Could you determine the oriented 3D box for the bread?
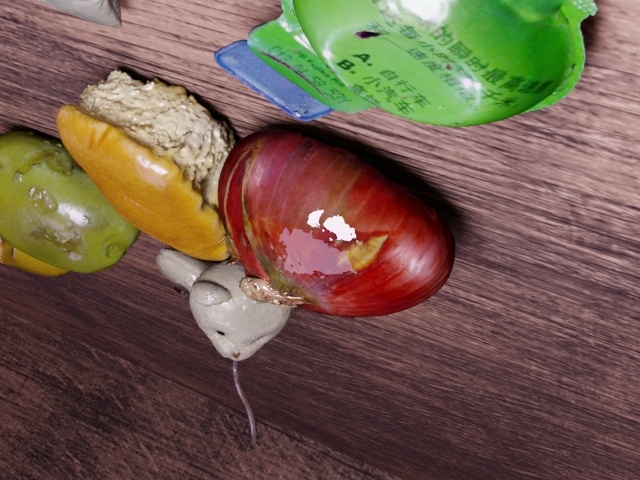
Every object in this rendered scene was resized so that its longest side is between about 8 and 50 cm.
[{"bbox_3d":[-0.165,-0.074,1.117,0.174,0.121,0.245,20,165,16],"label":"bread"}]

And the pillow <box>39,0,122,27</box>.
[{"bbox_3d":[-0.266,-0.249,0.858,0.229,0.050,0.148,27,159,7],"label":"pillow"}]

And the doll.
[{"bbox_3d":[-0.152,0.086,1.583,0.175,0.149,0.278,-2,-168,-28],"label":"doll"}]

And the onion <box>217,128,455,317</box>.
[{"bbox_3d":[0.008,-0.007,1.024,0.248,0.161,0.248,18,-177,-1],"label":"onion"}]

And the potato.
[{"bbox_3d":[-0.357,-0.050,1.430,0.253,0.149,0.186,18,164,24],"label":"potato"}]

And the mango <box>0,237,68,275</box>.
[{"bbox_3d":[-0.467,-0.041,1.626,0.262,0.167,0.130,34,176,-35],"label":"mango"}]

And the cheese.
[{"bbox_3d":[0.038,-0.131,0.695,0.204,0.083,0.320,33,160,-27],"label":"cheese"}]

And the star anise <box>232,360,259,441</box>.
[{"bbox_3d":[-0.161,0.219,1.867,0.148,0.227,0.218,3,164,39],"label":"star anise"}]
